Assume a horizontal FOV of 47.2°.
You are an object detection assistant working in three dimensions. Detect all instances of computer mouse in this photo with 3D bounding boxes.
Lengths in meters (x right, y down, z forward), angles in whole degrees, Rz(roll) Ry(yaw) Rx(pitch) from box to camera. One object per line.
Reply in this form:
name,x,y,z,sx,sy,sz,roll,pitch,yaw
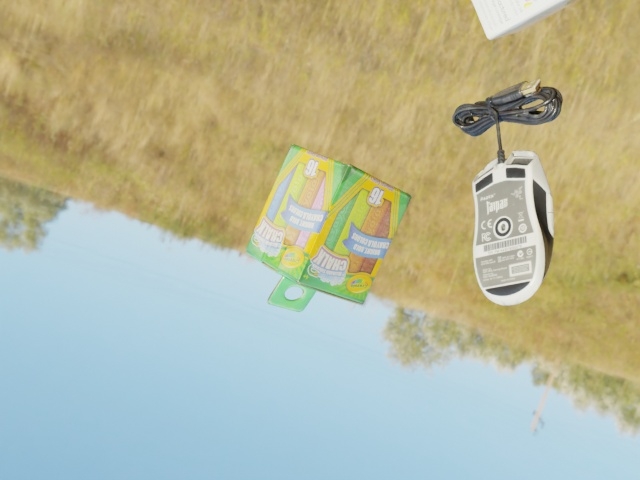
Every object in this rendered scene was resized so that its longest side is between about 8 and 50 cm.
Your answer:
computer mouse,0.164,-0.038,0.626,0.042,0.193,0.106,14,161,-41

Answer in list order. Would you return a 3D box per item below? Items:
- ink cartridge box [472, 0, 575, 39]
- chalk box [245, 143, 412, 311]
ink cartridge box,0.399,-0.495,1.166,0.353,0.207,0.119,-22,-177,43
chalk box,0.000,0.000,0.990,0.132,0.213,0.132,19,-175,-42
